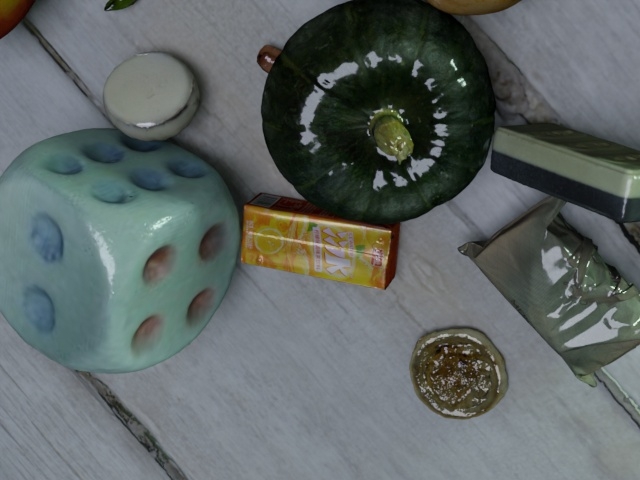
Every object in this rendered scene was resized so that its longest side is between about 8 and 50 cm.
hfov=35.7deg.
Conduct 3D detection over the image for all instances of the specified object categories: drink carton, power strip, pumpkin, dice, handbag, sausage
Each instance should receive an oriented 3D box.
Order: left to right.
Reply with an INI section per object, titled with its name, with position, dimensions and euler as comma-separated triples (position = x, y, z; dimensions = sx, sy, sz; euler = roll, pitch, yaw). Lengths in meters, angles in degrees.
[dice]
position = -0.293, 0.009, 1.408
dimensions = 0.265, 0.268, 0.262
euler = 29, 122, 26
[sausage]
position = -0.015, -0.212, 1.388
dimensions = 0.177, 0.040, 0.047
euler = 37, 115, 3
[drink carton]
position = 0.000, 0.000, 1.438
dimensions = 0.223, 0.071, 0.096
euler = 10, 111, 16
[pumpkin]
position = 0.072, -0.160, 1.264
dimensions = 0.300, 0.207, 0.300
euler = 0, 112, 1
[handbag]
position = 0.333, 0.061, 1.316
dimensions = 0.270, 0.117, 0.182
euler = 47, 130, -1
[power strip]
position = 0.316, -0.089, 1.207
dimensions = 0.257, 0.105, 0.070
euler = 30, 120, 56

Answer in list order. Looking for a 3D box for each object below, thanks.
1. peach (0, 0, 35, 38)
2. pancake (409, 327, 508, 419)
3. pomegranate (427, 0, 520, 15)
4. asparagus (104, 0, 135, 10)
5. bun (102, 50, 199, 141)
[peach]
position = -0.519, -0.406, 1.391
dimensions = 0.281, 0.238, 0.281
euler = 5, 128, 7
[pancake]
position = 0.199, 0.196, 1.459
dimensions = 0.152, 0.025, 0.151
euler = 7, 112, 17
[pomegranate]
position = 0.182, -0.368, 1.171
dimensions = 0.207, 0.207, 0.207
euler = 6, 110, 18
[asparagus]
position = -0.213, -0.385, 1.404
dimensions = 0.236, 0.027, 0.034
euler = -24, 78, 24
[bun]
position = -0.241, -0.197, 1.441
dimensions = 0.138, 0.138, 0.094
euler = 22, 156, 11
